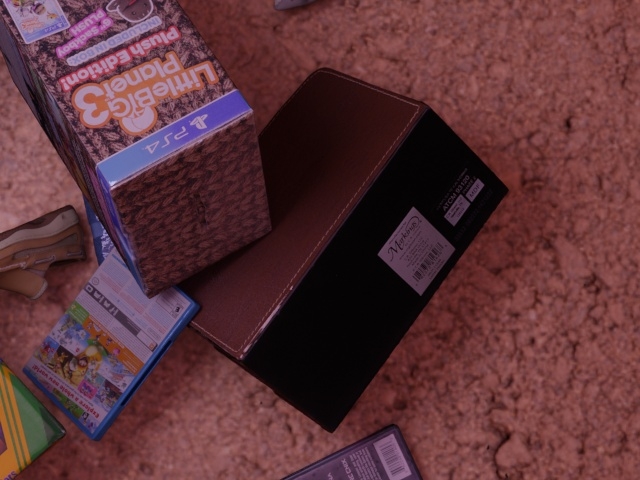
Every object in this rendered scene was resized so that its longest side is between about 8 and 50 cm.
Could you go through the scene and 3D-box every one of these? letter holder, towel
[{"bbox_3d":[0.000,0.000,1.617,0.152,0.214,0.302,41,82,-37],"label":"letter holder"},{"bbox_3d":[-0.201,-0.022,1.627,0.067,0.029,0.119,-13,90,-3],"label":"towel"}]

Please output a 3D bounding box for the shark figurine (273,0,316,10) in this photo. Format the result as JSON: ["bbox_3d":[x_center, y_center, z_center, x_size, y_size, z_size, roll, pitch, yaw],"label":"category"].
[{"bbox_3d":[0.103,-0.295,1.655,0.116,0.278,0.166,55,41,-40],"label":"shark figurine"}]

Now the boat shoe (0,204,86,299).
[{"bbox_3d":[-0.287,0.024,1.547,0.190,0.068,0.072,-29,97,-52],"label":"boat shoe"}]

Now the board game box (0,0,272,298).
[{"bbox_3d":[-0.184,-0.134,1.488,0.141,0.232,0.291,-30,67,-11],"label":"board game box"}]

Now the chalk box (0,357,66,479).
[{"bbox_3d":[-0.400,0.129,1.505,0.179,0.180,0.289,-41,95,-10],"label":"chalk box"}]

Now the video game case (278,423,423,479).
[{"bbox_3d":[-0.003,0.335,1.643,0.274,0.026,0.196,-25,91,-10],"label":"video game case"}]

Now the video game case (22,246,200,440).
[{"bbox_3d":[-0.207,0.096,1.577,0.119,0.015,0.166,38,92,31],"label":"video game case"}]
